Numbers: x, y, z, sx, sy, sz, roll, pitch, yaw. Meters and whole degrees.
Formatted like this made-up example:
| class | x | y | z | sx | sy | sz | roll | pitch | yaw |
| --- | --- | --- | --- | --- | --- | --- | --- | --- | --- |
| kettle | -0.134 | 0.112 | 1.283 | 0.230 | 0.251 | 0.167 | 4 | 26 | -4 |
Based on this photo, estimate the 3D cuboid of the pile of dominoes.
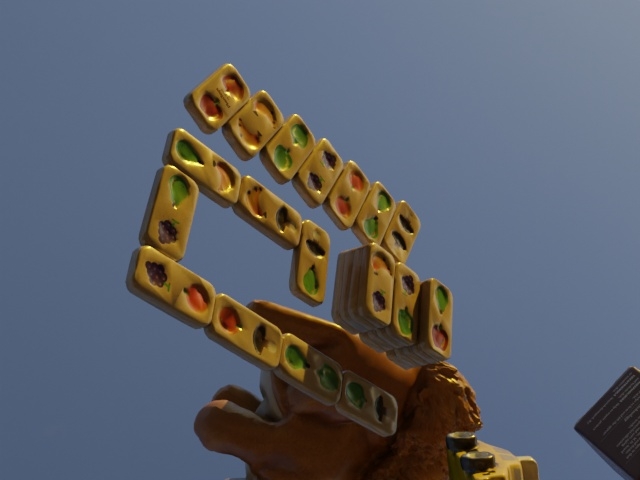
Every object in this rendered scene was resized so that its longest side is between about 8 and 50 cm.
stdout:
| class | x | y | z | sx | sy | sz | roll | pitch | yaw |
| --- | --- | --- | --- | --- | --- | --- | --- | --- | --- |
| pile of dominoes | 0.000 | 0.000 | 0.623 | 0.251 | 0.040 | 0.196 | 36 | -132 | -36 |

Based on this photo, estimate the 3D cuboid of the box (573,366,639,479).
| class | x | y | z | sx | sy | sz | roll | pitch | yaw |
| --- | --- | --- | --- | --- | --- | --- | --- | --- | --- |
| box | 0.616 | 0.375 | 1.726 | 0.167 | 0.203 | 0.168 | -46 | -62 | -1 |

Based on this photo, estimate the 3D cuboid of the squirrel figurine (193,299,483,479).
| class | x | y | z | sx | sy | sz | roll | pitch | yaw |
| --- | --- | --- | --- | --- | --- | --- | --- | --- | --- |
| squirrel figurine | 0.017 | 0.312 | 1.275 | 0.396 | 0.281 | 0.371 | 18 | -98 | -3 |

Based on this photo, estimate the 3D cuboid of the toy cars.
| class | x | y | z | sx | sy | sz | roll | pitch | yaw |
| --- | --- | --- | --- | --- | --- | --- | --- | --- | --- |
| toy cars | 0.189 | 0.330 | 1.059 | 0.087 | 0.394 | 0.176 | -5 | -131 | -1 |
